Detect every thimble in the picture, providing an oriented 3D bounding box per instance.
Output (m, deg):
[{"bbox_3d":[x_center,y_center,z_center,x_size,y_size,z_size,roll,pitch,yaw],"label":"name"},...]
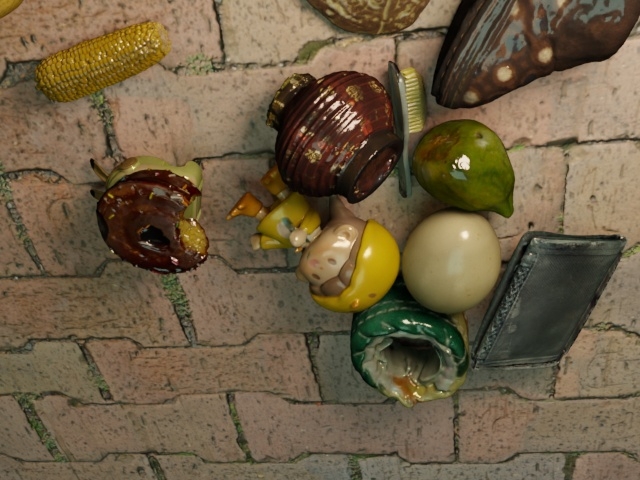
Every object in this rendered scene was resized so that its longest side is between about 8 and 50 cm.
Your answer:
[{"bbox_3d":[0.193,0.221,1.794,0.254,0.167,0.288,-2,129,11],"label":"thimble"}]

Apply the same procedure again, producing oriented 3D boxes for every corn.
[{"bbox_3d":[-0.387,-0.316,1.466,0.260,0.091,0.091,-17,105,18],"label":"corn"}]

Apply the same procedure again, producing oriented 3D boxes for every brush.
[{"bbox_3d":[0.165,-0.200,1.509,0.060,0.068,0.296,-16,134,-7],"label":"brush"}]

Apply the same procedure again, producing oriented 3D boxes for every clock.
[{"bbox_3d":[-0.355,-0.099,1.665,0.232,0.069,0.170,12,132,0],"label":"clock"}]

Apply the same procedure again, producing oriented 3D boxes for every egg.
[{"bbox_3d":[0.253,0.036,1.598,0.189,0.188,0.253,7,147,3],"label":"egg"}]

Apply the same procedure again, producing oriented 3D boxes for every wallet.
[{"bbox_3d":[0.455,0.122,1.689,0.237,0.075,0.342,2,126,-21],"label":"wallet"}]

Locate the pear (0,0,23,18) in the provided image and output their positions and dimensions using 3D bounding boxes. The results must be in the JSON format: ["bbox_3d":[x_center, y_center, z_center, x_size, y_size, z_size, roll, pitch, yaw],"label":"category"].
[{"bbox_3d":[-0.579,-0.455,1.275,0.271,0.271,0.271,4,131,5],"label":"pear"}]

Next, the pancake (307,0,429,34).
[{"bbox_3d":[0.074,-0.443,1.321,0.250,0.031,0.250,4,132,4],"label":"pancake"}]

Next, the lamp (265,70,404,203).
[{"bbox_3d":[0.020,-0.185,1.436,0.247,0.247,0.247,4,131,5],"label":"lamp"}]

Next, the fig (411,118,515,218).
[{"bbox_3d":[0.276,-0.132,1.486,0.234,0.167,0.167,7,136,-30],"label":"fig"}]

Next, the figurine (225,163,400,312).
[{"bbox_3d":[0.000,0.000,1.628,0.344,0.187,0.215,40,134,-17],"label":"figurine"}]

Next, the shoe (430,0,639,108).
[{"bbox_3d":[0.345,-0.340,1.278,0.237,0.171,0.384,25,122,-8],"label":"shoe"}]

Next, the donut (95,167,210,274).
[{"bbox_3d":[-0.316,-0.039,1.599,0.216,0.096,0.230,-8,129,20],"label":"donut"}]
